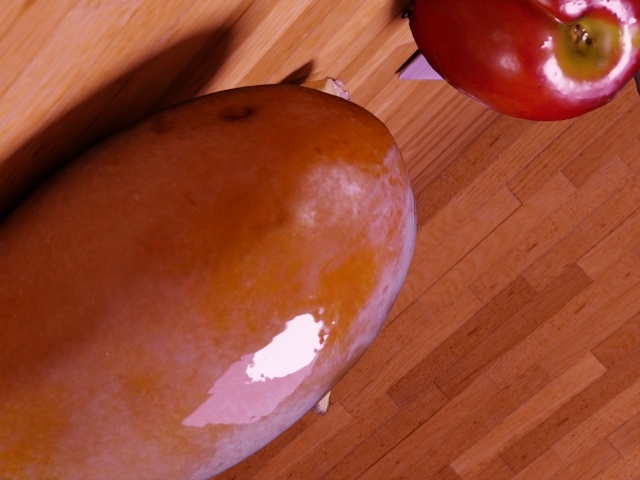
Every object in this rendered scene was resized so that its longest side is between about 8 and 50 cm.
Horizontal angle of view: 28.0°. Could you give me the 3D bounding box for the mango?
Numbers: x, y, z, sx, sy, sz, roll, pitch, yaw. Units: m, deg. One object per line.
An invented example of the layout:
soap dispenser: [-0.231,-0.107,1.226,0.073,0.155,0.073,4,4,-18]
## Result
mango: [-0.110,0.048,0.728,0.384,0.199,0.221,-28,179,-16]

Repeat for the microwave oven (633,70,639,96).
microwave oven: [0.513,-0.331,1.278,0.432,0.236,0.374,-33,-162,-36]

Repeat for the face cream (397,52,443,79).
face cream: [0.199,-0.226,1.415,0.154,0.096,0.274,-41,163,28]

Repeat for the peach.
peach: [0.161,-0.200,1.046,0.196,0.226,0.190,-3,120,-24]

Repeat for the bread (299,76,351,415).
bread: [0.000,0.000,1.014,0.178,0.135,0.240,-40,145,-15]
